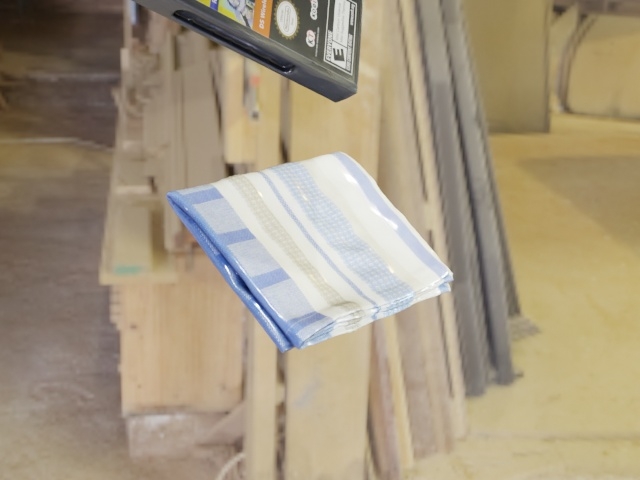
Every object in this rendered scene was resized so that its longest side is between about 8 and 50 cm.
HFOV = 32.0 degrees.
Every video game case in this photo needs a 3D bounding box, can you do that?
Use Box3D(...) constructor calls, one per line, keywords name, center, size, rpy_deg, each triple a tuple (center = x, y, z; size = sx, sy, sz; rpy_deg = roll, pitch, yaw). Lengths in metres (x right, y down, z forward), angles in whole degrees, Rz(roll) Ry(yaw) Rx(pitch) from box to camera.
Box3D(name="video game case", center=(-0.059, -0.285, 0.940), size=(0.248, 0.275, 0.035), rpy_deg=(21, -27, -39))

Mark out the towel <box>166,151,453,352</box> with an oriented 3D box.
Box3D(name="towel", center=(0.000, 0.000, 1.140), size=(0.209, 0.034, 0.285), rpy_deg=(51, 36, 17))
